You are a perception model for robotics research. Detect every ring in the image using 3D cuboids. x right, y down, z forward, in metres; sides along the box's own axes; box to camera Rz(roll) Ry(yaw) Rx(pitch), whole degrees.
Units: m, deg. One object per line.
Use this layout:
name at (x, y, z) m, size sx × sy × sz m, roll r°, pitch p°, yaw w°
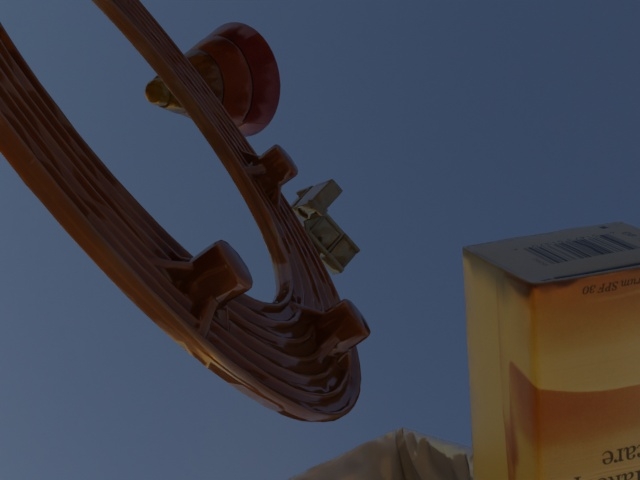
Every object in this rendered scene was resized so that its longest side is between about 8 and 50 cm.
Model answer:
ring at (-0.077, -0.066, 0.524) m, size 0.032 × 0.336 × 0.336 m, roll -35°, pitch -113°, yaw 10°

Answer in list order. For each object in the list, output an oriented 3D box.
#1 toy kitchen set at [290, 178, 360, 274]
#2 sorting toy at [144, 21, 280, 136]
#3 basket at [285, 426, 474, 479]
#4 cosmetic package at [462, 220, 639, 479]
toy kitchen set at (0.000, 0.000, 1.089) m, size 0.083 × 0.068 × 0.075 m, roll 48°, pitch -24°, yaw -13°
sorting toy at (-0.115, -0.271, 1.127) m, size 0.127 × 0.126 × 0.365 m, roll 22°, pitch -63°, yaw 37°
basket at (0.047, 0.385, 1.189) m, size 0.266 × 0.328 × 0.331 m, roll 70°, pitch -17°, yaw -6°
cosmetic package at (0.210, 0.147, 0.921) m, size 0.129 × 0.153 × 0.296 m, roll -143°, pitch -135°, yaw -68°
